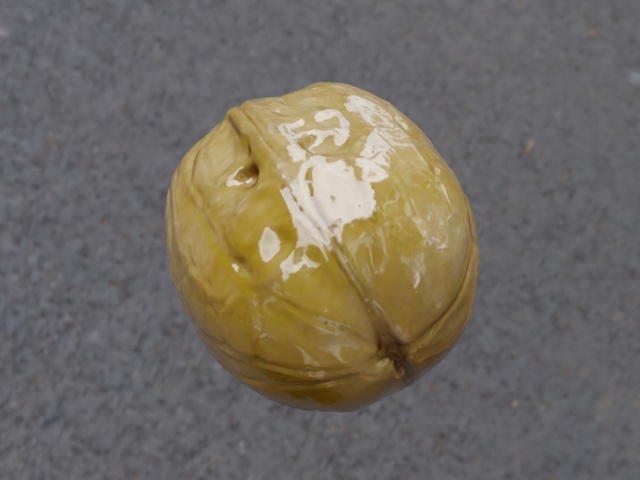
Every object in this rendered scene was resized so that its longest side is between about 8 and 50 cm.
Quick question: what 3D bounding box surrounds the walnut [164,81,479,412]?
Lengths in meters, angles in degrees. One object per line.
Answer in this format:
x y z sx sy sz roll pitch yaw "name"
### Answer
0.000 0.000 1.102 0.193 0.193 0.226 4 41 -26 "walnut"
